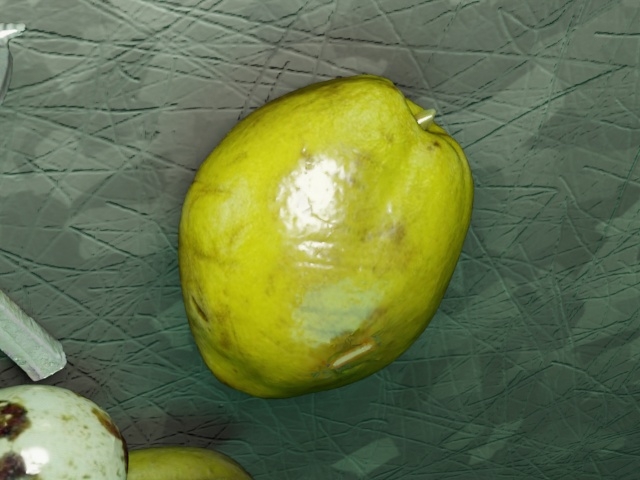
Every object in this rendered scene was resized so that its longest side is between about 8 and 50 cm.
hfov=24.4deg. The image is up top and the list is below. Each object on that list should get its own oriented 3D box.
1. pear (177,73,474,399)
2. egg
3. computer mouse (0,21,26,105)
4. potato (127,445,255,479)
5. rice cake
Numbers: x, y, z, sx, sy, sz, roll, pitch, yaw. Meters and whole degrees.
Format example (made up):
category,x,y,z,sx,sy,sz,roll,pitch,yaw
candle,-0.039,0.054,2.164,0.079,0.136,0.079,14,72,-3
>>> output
category,x,y,z,sx,sy,sz,roll,pitch,yaw
pear,0.000,0.000,1.357,0.269,0.269,0.321,20,115,-41
egg,-0.318,0.236,1.564,0.231,0.169,0.169,3,138,-14
computer mouse,-0.389,-0.080,1.103,0.371,0.188,0.122,-19,128,-7
potato,-0.203,0.313,1.769,0.255,0.112,0.269,-22,147,-4
rice cake,-0.320,0.078,1.472,0.043,0.034,0.211,-28,143,5
